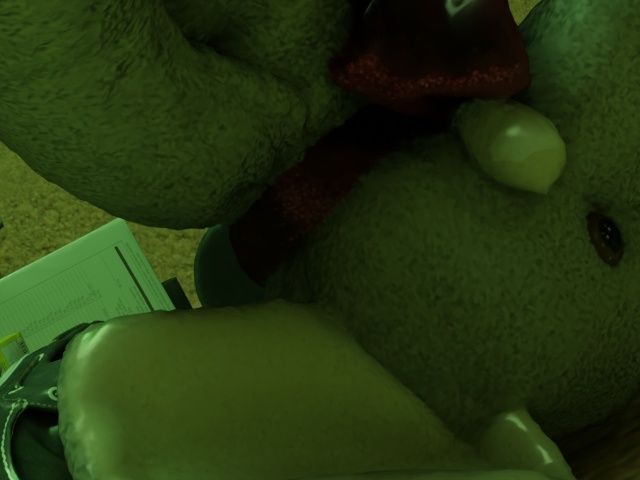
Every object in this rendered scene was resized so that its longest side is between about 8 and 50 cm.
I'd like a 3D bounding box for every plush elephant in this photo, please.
[{"bbox_3d":[0.013,-0.047,0.409,0.330,0.255,0.272,-60,-1,23],"label":"plush elephant"}]

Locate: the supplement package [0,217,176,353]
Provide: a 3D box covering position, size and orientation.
[{"bbox_3d":[-0.222,0.108,1.028,0.244,0.139,0.134,-29,-1,-28],"label":"supplement package"}]

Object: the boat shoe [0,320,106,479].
[{"bbox_3d":[-0.123,0.090,0.730,0.076,0.080,0.228,-40,7,6],"label":"boat shoe"}]

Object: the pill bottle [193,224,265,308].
[{"bbox_3d":[0.000,0.000,1.032,0.123,0.122,0.219,-27,3,25],"label":"pill bottle"}]

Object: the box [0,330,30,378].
[{"bbox_3d":[-0.179,0.116,0.794,0.043,0.105,0.179,-24,3,5],"label":"box"}]

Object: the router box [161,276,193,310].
[{"bbox_3d":[-0.260,0.146,1.367,0.243,0.081,0.309,-27,3,15],"label":"router box"}]

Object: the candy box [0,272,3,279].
[{"bbox_3d":[-0.337,0.065,1.164,0.183,0.087,0.316,-32,-8,-9],"label":"candy box"}]
